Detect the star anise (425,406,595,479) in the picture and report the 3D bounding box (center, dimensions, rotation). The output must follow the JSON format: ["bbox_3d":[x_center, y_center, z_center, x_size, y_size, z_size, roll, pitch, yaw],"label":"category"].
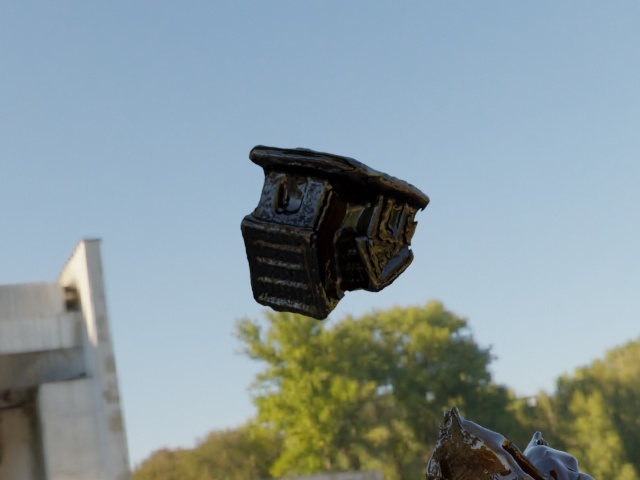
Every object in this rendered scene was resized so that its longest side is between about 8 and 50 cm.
[{"bbox_3d":[0.158,0.292,0.971,0.346,0.237,0.148,-49,1,-34],"label":"star anise"}]

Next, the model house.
[{"bbox_3d":[0.007,0.001,1.047,0.165,0.152,0.106,9,-14,25],"label":"model house"}]
